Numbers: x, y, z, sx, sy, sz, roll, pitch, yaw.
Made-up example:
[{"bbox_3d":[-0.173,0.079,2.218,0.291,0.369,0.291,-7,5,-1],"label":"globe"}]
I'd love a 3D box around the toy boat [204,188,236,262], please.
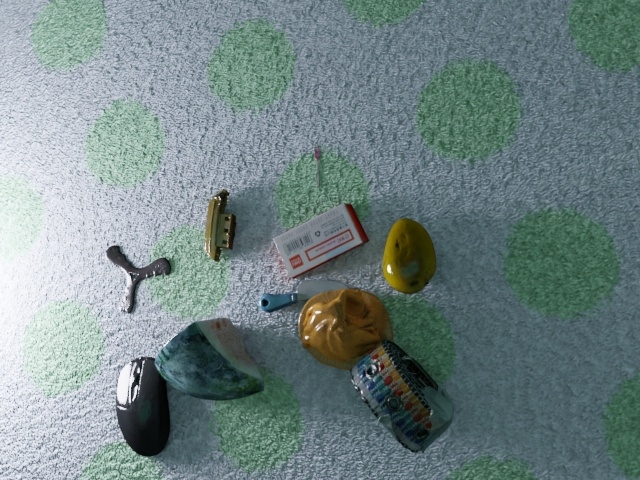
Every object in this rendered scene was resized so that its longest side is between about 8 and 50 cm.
[{"bbox_3d":[-0.272,-0.041,1.774,0.077,0.057,0.201,3,82,9],"label":"toy boat"}]

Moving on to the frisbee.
[{"bbox_3d":[-0.531,0.117,1.836,0.210,0.012,0.188,8,85,13],"label":"frisbee"}]

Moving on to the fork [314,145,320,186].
[{"bbox_3d":[-0.008,-0.201,1.757,0.016,0.012,0.116,-4,86,17],"label":"fork"}]

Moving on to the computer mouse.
[{"bbox_3d":[-0.483,0.449,1.743,0.137,0.086,0.270,-10,79,11],"label":"computer mouse"}]

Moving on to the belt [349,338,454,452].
[{"bbox_3d":[0.196,0.364,1.522,0.150,0.207,0.257,-43,88,12],"label":"belt"}]

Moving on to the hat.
[{"bbox_3d":[0.050,0.220,1.562,0.233,0.233,0.244,-33,79,4],"label":"hat"}]

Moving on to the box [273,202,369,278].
[{"bbox_3d":[0.000,0.000,1.707,0.229,0.050,0.123,-27,79,8],"label":"box"}]

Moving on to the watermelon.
[{"bbox_3d":[-0.294,0.275,1.660,0.319,0.290,0.214,7,48,18],"label":"watermelon"}]

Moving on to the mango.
[{"bbox_3d":[0.219,0.037,1.626,0.137,0.098,0.195,-13,75,15],"label":"mango"}]

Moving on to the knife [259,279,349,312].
[{"bbox_3d":[-0.046,0.139,1.712,0.243,0.032,0.058,-16,74,7],"label":"knife"}]
